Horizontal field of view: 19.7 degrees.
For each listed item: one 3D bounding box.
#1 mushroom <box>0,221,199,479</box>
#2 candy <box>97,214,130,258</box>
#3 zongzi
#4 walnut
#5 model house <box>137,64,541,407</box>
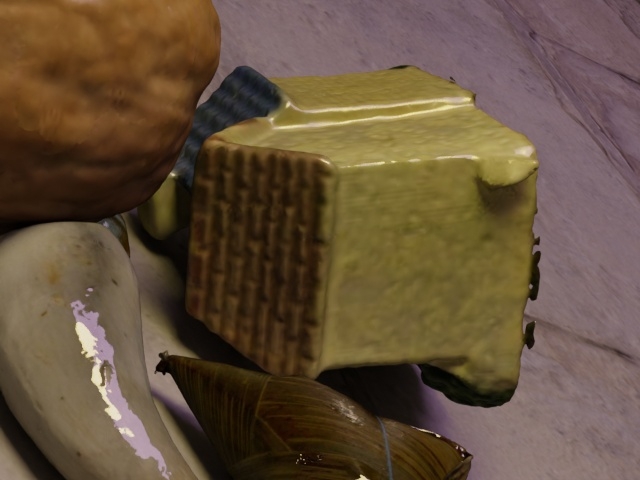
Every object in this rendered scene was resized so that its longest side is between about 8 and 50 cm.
[{"bbox_3d":[-0.151,0.097,1.206,0.118,0.103,0.270,7,45,-40],"label":"mushroom"},{"bbox_3d":[-0.186,-0.027,1.474,0.061,0.061,0.202,27,15,-21],"label":"candy"},{"bbox_3d":[-0.025,0.168,1.230,0.242,0.112,0.221,28,23,0],"label":"zongzi"},{"bbox_3d":[-0.250,-0.144,1.282,0.344,0.306,0.306,2,39,-50],"label":"walnut"},{"bbox_3d":[0.000,0.000,1.502,0.266,0.261,0.321,-3,19,-20],"label":"model house"}]
